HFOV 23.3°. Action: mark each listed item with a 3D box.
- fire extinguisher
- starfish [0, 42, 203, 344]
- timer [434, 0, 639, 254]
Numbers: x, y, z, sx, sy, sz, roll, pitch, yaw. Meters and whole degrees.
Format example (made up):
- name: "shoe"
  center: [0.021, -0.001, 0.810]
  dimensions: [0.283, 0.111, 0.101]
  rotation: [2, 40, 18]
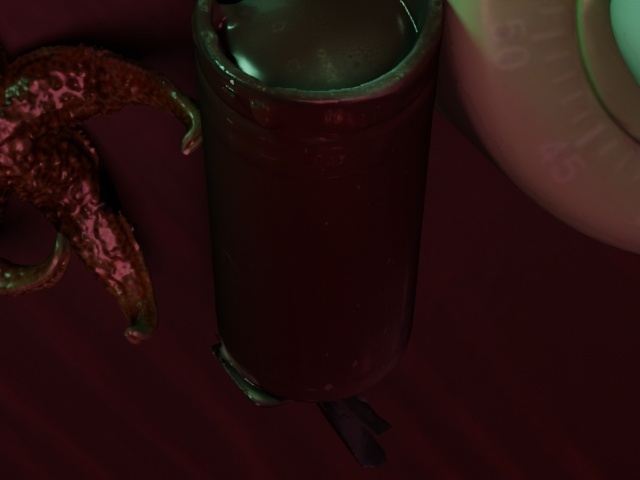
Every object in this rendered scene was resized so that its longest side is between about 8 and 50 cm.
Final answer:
- name: "fire extinguisher"
  center: [0.000, 0.000, 0.666]
  dimensions: [0.105, 0.104, 0.269]
  rotation: [-6, 143, -6]
- name: "starfish"
  center: [-0.123, -0.036, 0.675]
  dimensions: [0.146, 0.074, 0.190]
  rotation: [-38, 120, 12]
- name: "timer"
  center: [0.176, -0.084, 0.555]
  dimensions: [0.291, 0.315, 0.290]
  rotation: [-3, 120, -6]
